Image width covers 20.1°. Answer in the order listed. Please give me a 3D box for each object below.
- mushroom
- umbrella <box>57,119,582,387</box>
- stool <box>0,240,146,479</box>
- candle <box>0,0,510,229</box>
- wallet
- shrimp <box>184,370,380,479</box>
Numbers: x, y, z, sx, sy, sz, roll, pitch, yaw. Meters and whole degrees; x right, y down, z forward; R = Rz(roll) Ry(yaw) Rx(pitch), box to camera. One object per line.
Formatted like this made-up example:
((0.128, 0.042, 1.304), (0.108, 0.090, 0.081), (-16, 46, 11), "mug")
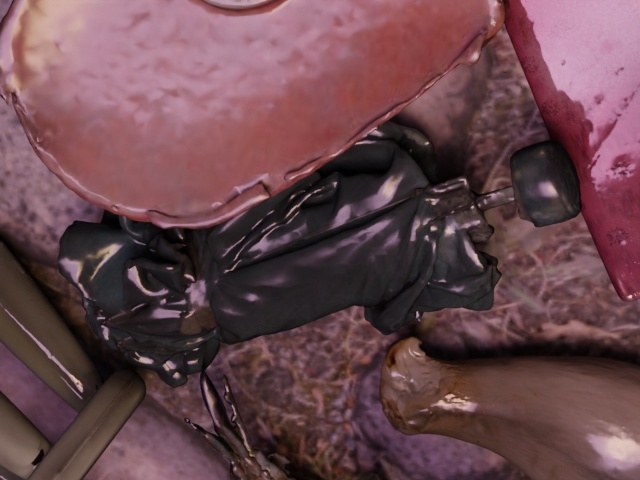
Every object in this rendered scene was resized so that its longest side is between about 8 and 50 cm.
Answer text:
((0.147, 0.122, 1.179), (0.225, 0.093, 0.116), (15, 137, 1), "mushroom")
((0.002, 0.001, 1.155), (0.349, 0.094, 0.143), (-17, 123, 24), "umbrella")
((-0.249, 0.117, 1.217), (0.198, 0.195, 0.195), (37, 116, 1), "stool")
((-0.028, -0.166, 1.058), (0.287, 0.131, 0.317), (8, 100, 10), "candle")
((0.200, -0.079, 1.115), (0.119, 0.025, 0.232), (-19, 107, 20), "wallet")
((0.029, 0.238, 1.247), (0.172, 0.137, 0.372), (-30, 119, -18), "shrimp")
